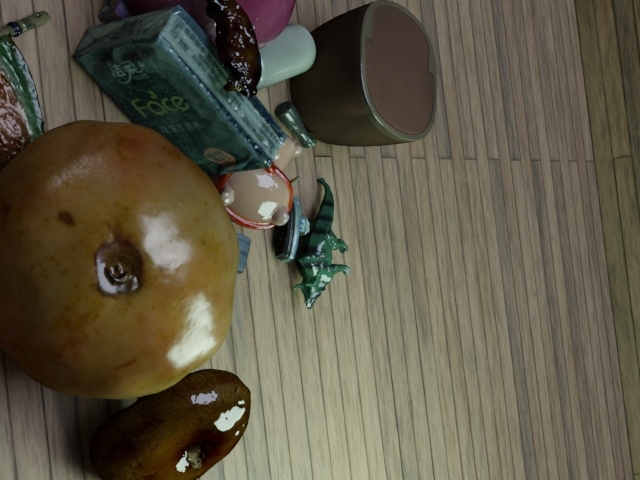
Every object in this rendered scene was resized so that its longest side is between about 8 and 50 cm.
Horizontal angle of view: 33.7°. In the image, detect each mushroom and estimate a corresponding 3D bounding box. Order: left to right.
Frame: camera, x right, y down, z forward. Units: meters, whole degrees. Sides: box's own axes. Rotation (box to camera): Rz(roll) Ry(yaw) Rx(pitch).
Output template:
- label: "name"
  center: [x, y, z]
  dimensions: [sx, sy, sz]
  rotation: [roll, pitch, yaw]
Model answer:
- label: "mushroom"
  center: [-0.258, 0.292, 1.690]
  dimensions: [0.267, 0.255, 0.267]
  rotation: [-38, 140, -40]

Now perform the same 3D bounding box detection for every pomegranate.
- label: "pomegranate"
  center: [-0.314, 0.024, 1.549]
  dimensions: [0.412, 0.412, 0.411]
  rotation: [12, 75, -50]

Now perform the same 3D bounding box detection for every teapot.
- label: "teapot"
  center: [-0.048, -0.234, 2.174]
  dimensions: [0.110, 0.043, 0.042]
  rotation: [52, 47, -37]

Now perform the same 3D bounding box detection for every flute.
- label: "flute"
  center: [-0.501, -0.312, 1.626]
  dimensions: [0.233, 0.027, 0.027]
  rotation: [-40, 115, -48]

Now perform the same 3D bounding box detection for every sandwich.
- label: "sandwich"
  center: [-0.493, -0.196, 1.565]
  dimensions: [0.160, 0.109, 0.184]
  rotation: [-27, 108, -30]

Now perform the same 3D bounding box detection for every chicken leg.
- label: "chicken leg"
  center: [-0.157, -0.347, 1.691]
  dimensions: [0.106, 0.051, 0.253]
  rotation: [-33, 99, -57]

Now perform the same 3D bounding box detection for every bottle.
- label: "bottle"
  center: [-0.114, -0.350, 2.058]
  dimensions: [0.245, 0.104, 0.104]
  rotation: [-31, 108, -50]

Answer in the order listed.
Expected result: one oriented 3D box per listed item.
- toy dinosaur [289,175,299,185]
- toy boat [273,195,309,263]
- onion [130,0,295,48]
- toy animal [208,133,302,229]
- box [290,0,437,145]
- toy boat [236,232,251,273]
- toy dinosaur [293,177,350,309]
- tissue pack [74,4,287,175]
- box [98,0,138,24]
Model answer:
- label: "toy dinosaur"
  center: [-0.121, -0.102, 2.060]
  dimensions: [0.106, 0.044, 0.187]
  rotation: [46, 59, -15]
- label: "toy boat"
  center: [-0.054, -0.023, 2.112]
  dimensions: [0.066, 0.059, 0.140]
  rotation: [15, 70, -36]
- label: "onion"
  center: [-0.175, -0.506, 1.860]
  dimensions: [0.358, 0.345, 0.358]
  rotation: [58, 8, -13]
- label: "toy animal"
  center: [-0.122, -0.112, 1.949]
  dimensions: [0.171, 0.171, 0.197]
  rotation: [42, 43, -39]
- label: "box"
  center: [0.085, -0.339, 2.221]
  dimensions: [0.301, 0.216, 0.300]
  rotation: [8, 79, -51]
- label: "toy boat"
  center: [-0.218, 0.012, 1.846]
  dimensions: [0.283, 0.127, 0.078]
  rotation: [12, 75, -55]
- label: "toy dinosaur"
  center: [0.009, 0.011, 2.177]
  dimensions: [0.120, 0.079, 0.292]
  rotation: [50, 45, -37]
- label: "tissue pack"
  center: [-0.233, -0.244, 1.788]
  dimensions: [0.315, 0.228, 0.103]
  rotation: [49, 52, -35]
- label: "box"
  center: [-0.326, -0.368, 1.837]
  dimensions: [0.117, 0.051, 0.036]
  rotation: [42, 54, -37]
